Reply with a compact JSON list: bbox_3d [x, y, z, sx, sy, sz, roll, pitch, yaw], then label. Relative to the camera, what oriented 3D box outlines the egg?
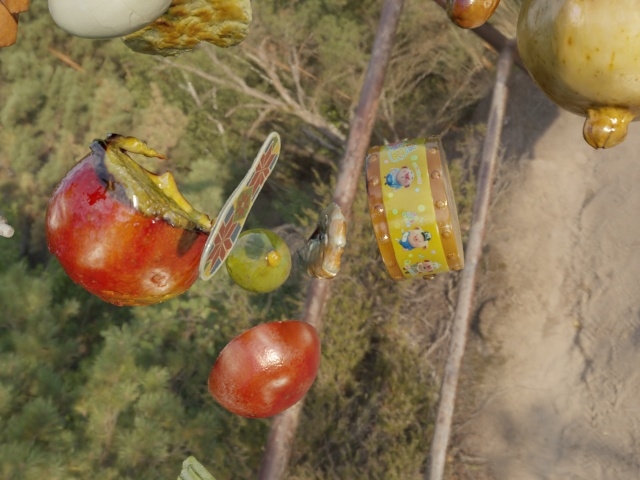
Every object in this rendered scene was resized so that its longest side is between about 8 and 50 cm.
[{"bbox_3d":[-0.306,-0.380,0.957,0.209,0.151,0.151,-34,41,7],"label":"egg"}]

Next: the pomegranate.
[{"bbox_3d":[0.549,-0.365,1.178,0.410,0.410,0.409,-31,48,42],"label":"pomegranate"}]

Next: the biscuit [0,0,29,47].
[{"bbox_3d":[-0.446,-0.433,0.897,0.306,0.043,0.283,-4,96,50],"label":"biscuit"}]

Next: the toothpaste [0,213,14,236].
[{"bbox_3d":[-0.755,-0.060,1.381,0.248,0.047,0.078,22,87,17],"label":"toothpaste"}]

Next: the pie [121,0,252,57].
[{"bbox_3d":[-0.324,-0.532,1.518,0.338,0.338,0.075,-31,61,42],"label":"pie"}]

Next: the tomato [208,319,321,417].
[{"bbox_3d":[-0.124,0.365,1.727,0.338,0.339,0.143,-50,50,24],"label":"tomato"}]

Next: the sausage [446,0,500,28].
[{"bbox_3d":[0.232,-0.453,0.938,0.076,0.103,0.301,147,123,-81],"label":"sausage"}]

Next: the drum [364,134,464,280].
[{"bbox_3d":[0.286,-0.093,1.923,0.214,0.431,0.430,-12,57,15],"label":"drum"}]

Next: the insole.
[{"bbox_3d":[-0.087,-0.041,0.717,0.006,0.065,0.193,20,66,15],"label":"insole"}]

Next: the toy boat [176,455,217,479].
[{"bbox_3d":[-0.161,0.459,1.047,0.276,0.084,0.111,22,131,45],"label":"toy boat"}]

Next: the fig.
[{"bbox_3d":[-0.214,0.068,2.320,0.271,0.240,0.239,150,134,-64],"label":"fig"}]

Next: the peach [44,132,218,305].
[{"bbox_3d":[-0.388,-0.034,1.375,0.353,0.339,0.416,-48,-9,-32],"label":"peach"}]

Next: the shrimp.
[{"bbox_3d":[0.000,0.000,1.407,0.317,0.062,0.164,177,108,-76],"label":"shrimp"}]
